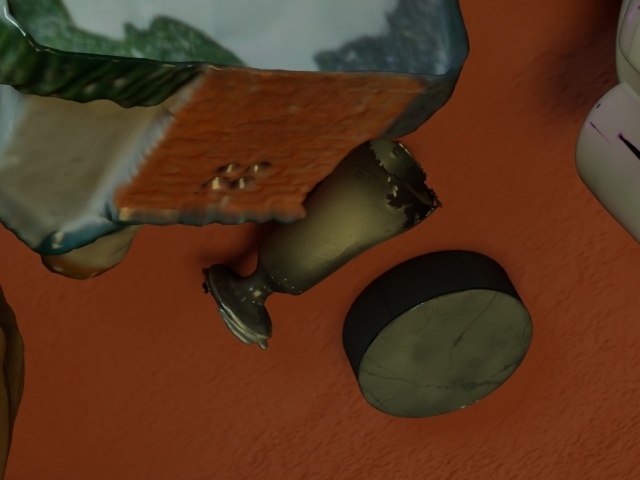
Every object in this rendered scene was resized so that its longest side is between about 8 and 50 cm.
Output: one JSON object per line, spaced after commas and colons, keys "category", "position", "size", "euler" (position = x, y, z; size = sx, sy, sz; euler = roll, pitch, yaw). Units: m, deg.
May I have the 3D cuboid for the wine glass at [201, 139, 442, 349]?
{"category": "wine glass", "position": [0.000, 0.000, 1.307], "size": [0.155, 0.072, 0.072], "euler": [-39, 136, 17]}

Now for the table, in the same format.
{"category": "table", "position": [0.084, 0.069, 1.435], "size": [0.133, 0.043, 0.133], "euler": [-13, 138, -12]}

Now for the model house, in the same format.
{"category": "model house", "position": [-0.109, -0.096, 1.110], "size": [0.271, 0.190, 0.301], "euler": [0, 149, -30]}

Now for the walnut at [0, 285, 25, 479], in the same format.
{"category": "walnut", "position": [-0.343, 0.075, 1.031], "size": [0.383, 0.383, 0.383], "euler": [-13, 137, -12]}

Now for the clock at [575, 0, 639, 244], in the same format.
{"category": "clock", "position": [0.308, -0.150, 1.235], "size": [0.284, 0.114, 0.309], "euler": [-16, 138, -24]}
